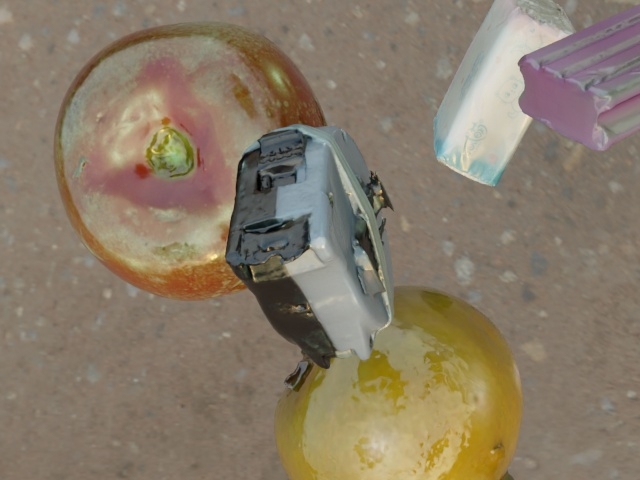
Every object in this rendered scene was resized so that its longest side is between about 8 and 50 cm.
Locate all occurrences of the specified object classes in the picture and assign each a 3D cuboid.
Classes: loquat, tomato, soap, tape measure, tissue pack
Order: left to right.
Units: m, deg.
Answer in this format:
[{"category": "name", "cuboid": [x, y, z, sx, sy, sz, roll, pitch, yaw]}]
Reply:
[{"category": "tomato", "cuboid": [-0.119, -0.078, 1.094, 0.270, 0.222, 0.270, 0, 88, 12]}, {"category": "tape measure", "cuboid": [0.000, -0.003, 0.896, 0.107, 0.182, 0.181, -13, 50, 18]}, {"category": "loquat", "cuboid": [0.117, 0.233, 1.413, 0.359, 0.328, 0.328, 40, 100, -4]}, {"category": "tissue pack", "cuboid": [0.280, -0.244, 1.732, 0.124, 0.201, 0.271, 23, 115, -9]}, {"category": "soap", "cuboid": [0.305, -0.168, 1.089, 0.203, 0.065, 0.122, -26, 39, -22]}]
